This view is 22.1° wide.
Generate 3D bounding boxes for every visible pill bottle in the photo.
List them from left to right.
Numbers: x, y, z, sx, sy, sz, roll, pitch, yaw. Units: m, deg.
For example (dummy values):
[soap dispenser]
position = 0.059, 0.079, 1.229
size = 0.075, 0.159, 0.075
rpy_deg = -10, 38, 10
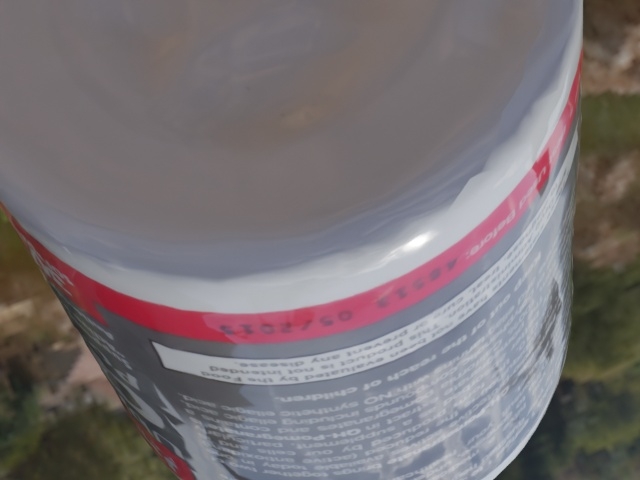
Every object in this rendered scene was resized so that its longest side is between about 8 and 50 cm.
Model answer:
[pill bottle]
position = 0.000, 0.000, 0.567
size = 0.176, 0.176, 0.318
rpy_deg = -23, 153, -4
